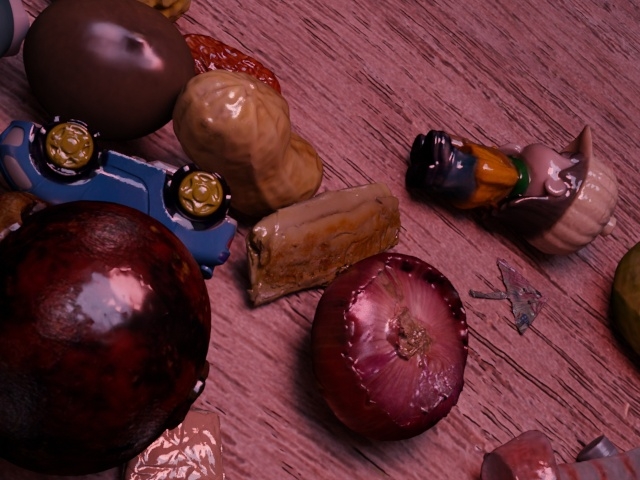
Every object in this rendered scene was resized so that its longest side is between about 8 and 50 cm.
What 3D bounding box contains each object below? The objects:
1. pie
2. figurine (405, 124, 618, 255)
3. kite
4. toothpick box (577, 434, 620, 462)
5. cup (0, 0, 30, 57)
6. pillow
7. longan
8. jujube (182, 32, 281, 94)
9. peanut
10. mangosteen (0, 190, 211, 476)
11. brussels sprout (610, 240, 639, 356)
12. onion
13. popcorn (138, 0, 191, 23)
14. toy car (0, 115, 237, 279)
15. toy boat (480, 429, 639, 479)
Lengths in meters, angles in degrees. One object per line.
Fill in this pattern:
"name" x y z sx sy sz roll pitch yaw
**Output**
"pie" 0.000 0.000 1.442 0.068 0.129 0.282 19 29 40
"figurine" 0.303 -0.074 1.648 0.332 0.185 0.205 -4 93 -13
"kite" 0.292 0.084 1.621 0.156 0.011 0.139 4 54 -31
"toothpick box" 0.412 0.325 1.498 0.052 0.052 0.083 -33 81 -42
"cup" -0.465 -0.272 1.307 0.173 0.167 0.300 -24 100 -48
"pillow" -0.162 0.294 1.179 0.126 0.043 0.233 6 59 -22
"longan" -0.272 -0.222 1.361 0.220 0.197 0.197 12 53 -10
"jujube" -0.143 -0.225 1.509 0.176 0.109 0.112 29 12 0
"peanut" -0.089 -0.120 1.380 0.146 0.305 0.147 -9 60 16
"mangosteen" -0.261 0.091 1.094 0.311 0.311 0.311 16 52 -22
"brussels sprout" 0.575 0.109 1.649 0.219 0.210 0.272 -1 69 -57
"onion" 0.088 0.137 1.359 0.248 0.161 0.248 9 64 -19
"popcorn" -0.267 -0.420 1.482 0.257 0.224 0.270 30 29 -11
"toy car" -0.254 -0.041 1.272 0.314 0.198 0.166 20 82 -16
"toy boat" 0.360 0.346 1.414 0.282 0.096 0.206 -5 70 -30
